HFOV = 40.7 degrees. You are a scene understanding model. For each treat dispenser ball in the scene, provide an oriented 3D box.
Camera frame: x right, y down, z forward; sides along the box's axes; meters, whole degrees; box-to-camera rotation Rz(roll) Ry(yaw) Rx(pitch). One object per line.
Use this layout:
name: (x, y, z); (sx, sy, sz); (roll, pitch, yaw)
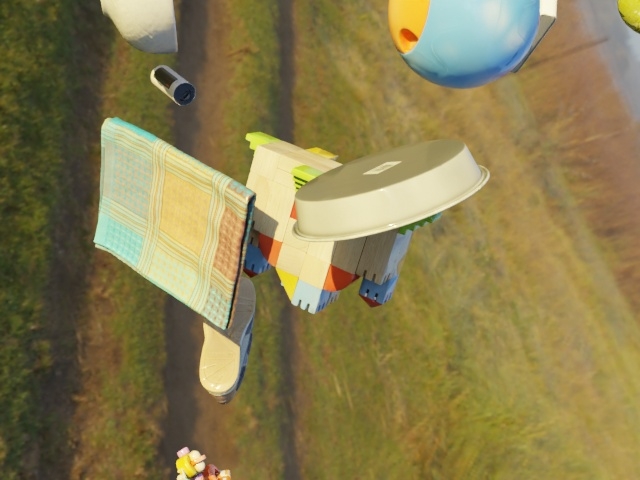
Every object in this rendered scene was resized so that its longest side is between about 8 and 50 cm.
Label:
treat dispenser ball: (0.271, -0.433, 1.640); (0.288, 0.288, 0.288); (-19, 90, -72)

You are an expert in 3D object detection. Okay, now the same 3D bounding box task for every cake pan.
cake pan: (0.091, -0.078, 1.230); (0.293, 0.293, 0.054); (-58, 132, -67)

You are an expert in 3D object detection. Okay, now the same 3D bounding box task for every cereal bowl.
cereal bowl: (-0.378, -0.542, 1.740); (0.339, 0.141, 0.339); (173, -90, -79)

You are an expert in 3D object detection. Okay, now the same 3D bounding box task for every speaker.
speaker: (-0.336, -0.354, 1.966); (0.136, 0.055, 0.055); (41, -9, 47)

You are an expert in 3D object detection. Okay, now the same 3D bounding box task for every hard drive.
hard drive: (0.471, -0.556, 1.927); (0.203, 0.040, 0.307); (119, -17, -62)

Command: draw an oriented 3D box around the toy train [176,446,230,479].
toy train: (-0.172, 0.379, 1.328); (0.125, 0.046, 0.166); (54, 9, -15)

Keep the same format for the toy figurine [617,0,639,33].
toy figurine: (0.417, -0.495, 1.316); (0.191, 0.217, 0.363); (-97, -172, -71)

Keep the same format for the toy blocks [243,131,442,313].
toy blocks: (0.000, 0.000, 1.505); (0.191, 0.381, 0.261); (-23, 133, -63)

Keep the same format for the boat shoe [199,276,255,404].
boat shoe: (-0.191, 0.203, 1.781); (0.092, 0.103, 0.285); (93, 1, -50)

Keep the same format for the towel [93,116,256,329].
towel: (-0.271, -0.036, 1.523); (0.040, 0.370, 0.271); (-19, 129, -47)
